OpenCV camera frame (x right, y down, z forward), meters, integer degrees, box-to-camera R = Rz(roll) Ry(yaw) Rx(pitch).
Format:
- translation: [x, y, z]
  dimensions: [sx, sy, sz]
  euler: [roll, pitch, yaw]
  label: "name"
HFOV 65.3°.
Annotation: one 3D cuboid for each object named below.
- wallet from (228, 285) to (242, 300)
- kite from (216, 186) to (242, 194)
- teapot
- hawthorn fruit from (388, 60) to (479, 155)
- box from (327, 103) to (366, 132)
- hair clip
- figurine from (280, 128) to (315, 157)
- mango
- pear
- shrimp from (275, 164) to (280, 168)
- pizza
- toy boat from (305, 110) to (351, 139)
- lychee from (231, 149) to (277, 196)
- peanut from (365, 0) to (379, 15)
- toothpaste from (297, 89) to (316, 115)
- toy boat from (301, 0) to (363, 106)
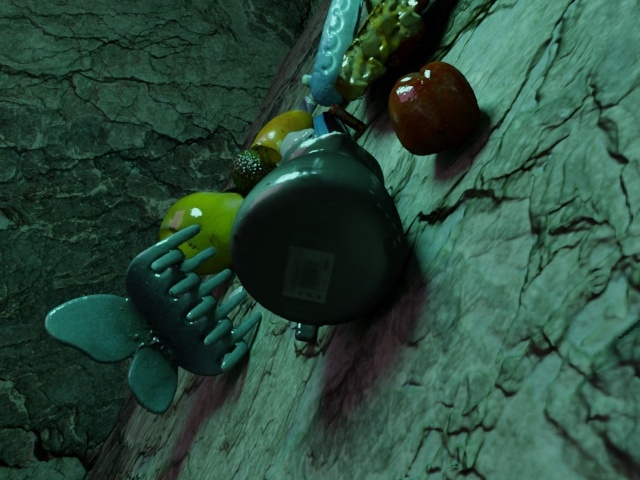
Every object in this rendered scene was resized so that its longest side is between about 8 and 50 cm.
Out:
- translation: [-0.248, 0.162, 1.430]
  dimensions: [0.083, 0.011, 0.044]
  euler: [-40, 28, 50]
  label: "wallet"
- translation: [-0.299, -0.154, 1.782]
  dimensions: [0.321, 0.016, 0.234]
  euler: [-35, -15, 31]
  label: "kite"
- translation: [0.020, -0.010, 0.746]
  dimensions: [0.223, 0.305, 0.285]
  euler: [-15, 28, 15]
  label: "teapot"
- translation: [0.151, -0.177, 0.675]
  dimensions: [0.128, 0.128, 0.128]
  euler: [-52, 20, 28]
  label: "hawthorn fruit"
- translation: [0.059, -0.272, 1.113]
  dimensions: [0.023, 0.082, 0.051]
  euler: [-56, 19, 9]
  label: "box"
- translation: [-0.308, 0.159, 1.090]
  dimensions: [0.238, 0.318, 0.392]
  euler: [-33, 3, 31]
  label: "hair clip"
- translation: [-0.050, -0.214, 1.279]
  dimensions: [0.229, 0.112, 0.137]
  euler: [-92, 14, -55]
  label: "figurine"
- translation: [-0.087, -0.294, 1.442]
  dimensions: [0.252, 0.126, 0.154]
  euler: [-44, -37, -46]
  label: "mango"
- translation: [-0.369, -0.038, 1.641]
  dimensions: [0.285, 0.285, 0.336]
  euler: [-51, 12, 30]
  label: "pear"
- translation: [-0.144, -0.089, 1.421]
  dimensions: [0.247, 0.085, 0.360]
  euler: [-58, 12, 31]
  label: "shrimp"
- translation: [0.173, -0.465, 1.021]
  dimensions: [0.406, 0.130, 0.440]
  euler: [-52, 10, 25]
  label: "pizza"
- translation: [0.014, -0.235, 1.156]
  dimensions: [0.097, 0.100, 0.223]
  euler: [-38, 26, 17]
  label: "toy boat"
- translation: [-0.218, -0.220, 1.633]
  dimensions: [0.171, 0.171, 0.171]
  euler: [-52, 20, 28]
  label: "lychee"
- translation: [0.212, -0.692, 1.230]
  dimensions: [0.153, 0.140, 0.325]
  euler: [59, 138, 23]
  label: "peanut"
- translation: [-0.090, -0.409, 1.785]
  dimensions: [0.301, 0.048, 0.075]
  euler: [-52, 24, 34]
  label: "toothpaste"
- translation: [0.032, -0.529, 1.343]
  dimensions: [0.215, 0.123, 0.330]
  euler: [-76, -2, -76]
  label: "toy boat"
